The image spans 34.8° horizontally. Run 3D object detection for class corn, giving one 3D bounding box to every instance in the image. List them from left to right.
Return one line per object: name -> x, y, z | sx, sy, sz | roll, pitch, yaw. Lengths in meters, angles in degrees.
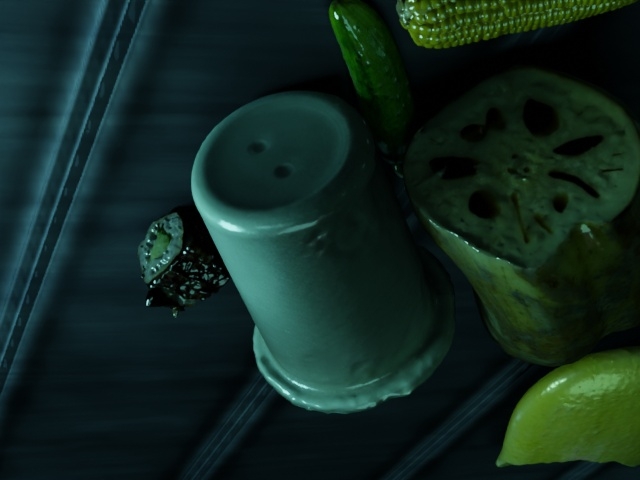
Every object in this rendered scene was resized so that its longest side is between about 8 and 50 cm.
corn -> 0.179, -0.221, 0.877 | 0.231, 0.080, 0.080 | -12, 146, 1

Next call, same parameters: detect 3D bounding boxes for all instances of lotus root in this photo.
lotus root -> 0.239, -0.005, 1.068 | 0.250, 0.251, 0.346 | -17, 145, 12

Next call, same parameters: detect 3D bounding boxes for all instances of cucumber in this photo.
cucumber -> 0.059, -0.144, 0.982 | 0.056, 0.056, 0.250 | -14, 144, 8

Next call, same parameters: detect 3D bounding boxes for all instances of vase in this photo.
vase -> 0.000, 0.000, 1.049 | 0.244, 0.245, 0.291 | -14, 137, 8

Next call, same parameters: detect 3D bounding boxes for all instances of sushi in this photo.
sushi -> -0.147, 0.023, 1.134 | 0.094, 0.098, 0.084 | -35, 141, 26

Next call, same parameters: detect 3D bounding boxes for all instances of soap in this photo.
soap -> 0.452, 0.290, 1.655 | 0.305, 0.115, 0.427 | -3, 146, -4
